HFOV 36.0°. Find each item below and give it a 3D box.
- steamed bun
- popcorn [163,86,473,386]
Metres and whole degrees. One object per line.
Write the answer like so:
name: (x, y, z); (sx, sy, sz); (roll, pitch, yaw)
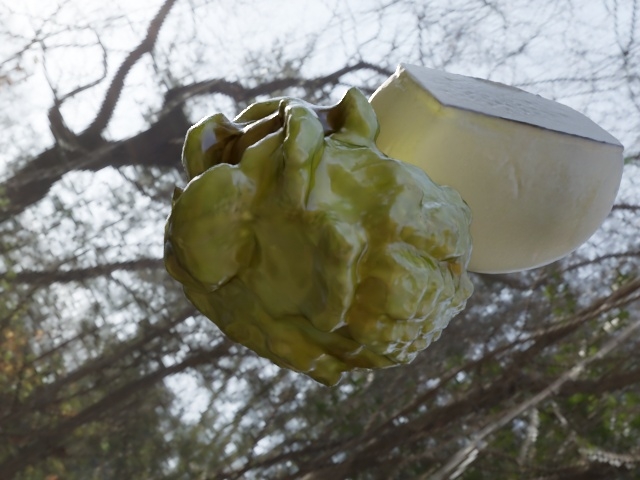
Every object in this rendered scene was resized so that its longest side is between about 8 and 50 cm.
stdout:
steamed bun: (0.158, -0.065, 0.974); (0.146, 0.242, 0.164); (-118, -138, -55)
popcorn: (0.000, 0.000, 0.744); (0.256, 0.195, 0.255); (24, -19, 47)
